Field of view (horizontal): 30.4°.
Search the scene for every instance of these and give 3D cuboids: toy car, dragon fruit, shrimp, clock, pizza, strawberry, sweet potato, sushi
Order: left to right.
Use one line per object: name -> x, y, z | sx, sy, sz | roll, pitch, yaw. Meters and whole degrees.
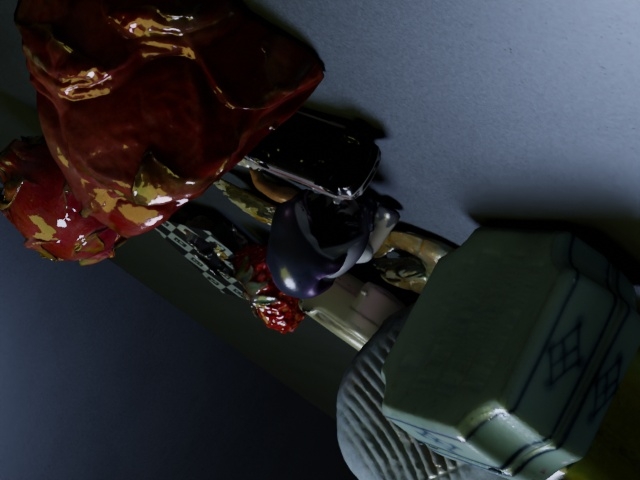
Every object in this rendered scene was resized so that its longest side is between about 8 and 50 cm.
dragon fruit -> -0.522, -0.084, 2.420 | 0.250, 0.250, 0.315 | 7, 125, 61
dragon fruit -> -0.208, -0.185, 1.320 | 0.329, 0.286, 0.228 | 48, 165, -26
shrimp -> -0.347, -0.075, 2.473 | 0.161, 0.049, 0.166 | 28, 165, 6
sushi -> -0.200, 0.029, 2.449 | 0.294, 0.059, 0.292 | 12, 152, 51
pizza -> -0.083, -0.043, 1.938 | 0.262, 0.034, 0.181 | 29, -179, 26
strawberry -> -0.065, 0.076, 2.270 | 0.190, 0.111, 0.236 | 57, -163, 14
sweet potato -> -0.039, -0.060, 1.843 | 0.179, 0.044, 0.044 | 30, 167, 2
toy car -> 0.002, -0.101, 1.484 | 0.210, 0.089, 0.108 | 23, 169, 42
clock -> 0.095, 0.150, 2.083 | 0.309, 0.114, 0.284 | 39, 174, -38
shrimp -> 0.134, 0.033, 1.740 | 0.254, 0.059, 0.145 | 16, 157, 49

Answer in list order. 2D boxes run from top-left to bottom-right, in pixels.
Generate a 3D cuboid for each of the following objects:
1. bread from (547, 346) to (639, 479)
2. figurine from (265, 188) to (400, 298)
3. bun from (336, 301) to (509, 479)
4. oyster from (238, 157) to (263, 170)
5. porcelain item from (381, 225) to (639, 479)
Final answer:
bread -> 0.392, 0.267, 1.581 | 0.377, 0.251, 0.208 | 37, 169, -26
figurine -> 0.000, 0.000, 1.587 | 0.145, 0.145, 0.222 | 25, -163, 27
bun -> 0.199, 0.255, 1.794 | 0.362, 0.361, 0.211 | 23, -179, 33
oyster -> -0.126, -0.131, 1.741 | 0.148, 0.051, 0.103 | 8, -174, 39
porcelain item -> 0.226, 0.135, 1.405 | 0.157, 0.285, 0.281 | 35, 165, -24
